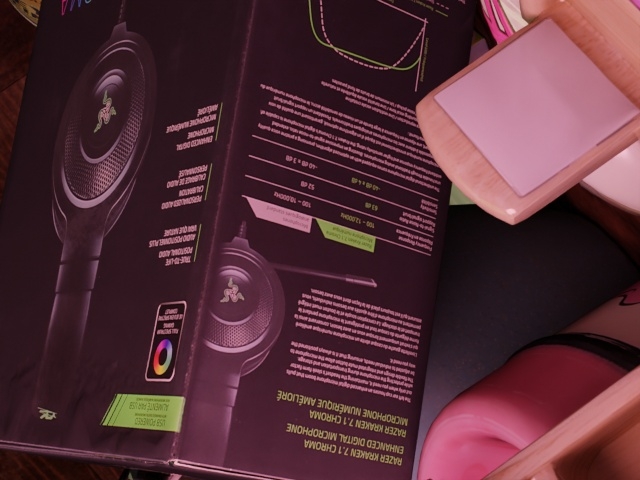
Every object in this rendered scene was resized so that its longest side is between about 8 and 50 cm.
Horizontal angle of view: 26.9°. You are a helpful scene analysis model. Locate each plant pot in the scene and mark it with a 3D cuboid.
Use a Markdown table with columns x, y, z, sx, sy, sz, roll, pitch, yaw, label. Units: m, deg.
| x | y | z | sx | sy | sz | roll | pitch | yaw | label |
| --- | --- | --- | --- | --- | --- | --- | --- | --- | --- |
| 0.113 | 0.091 | 0.838 | 0.290 | 0.195 | 0.290 | 57 | 175 | 8 | plant pot |

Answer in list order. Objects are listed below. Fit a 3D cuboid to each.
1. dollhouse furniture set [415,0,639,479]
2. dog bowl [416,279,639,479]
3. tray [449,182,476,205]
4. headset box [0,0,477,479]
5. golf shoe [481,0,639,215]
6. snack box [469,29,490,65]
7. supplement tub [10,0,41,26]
| x | y | z | sx | sy | sz | roll | pitch | yaw | label |
| --- | --- | --- | --- | --- | --- | --- | --- | --- | --- |
| 0.091 | -0.016 | 0.253 | 0.286 | 0.198 | 0.303 | 53 | 175 | 25 | dollhouse furniture set |
| 0.168 | 0.201 | 0.514 | 0.408 | 0.150 | 0.408 | 164 | 90 | -75 | dog bowl |
| 0.102 | -0.035 | 1.179 | 0.145 | 0.030 | 0.270 | 55 | 176 | 15 | tray |
| -0.062 | -0.003 | 0.679 | 0.131 | 0.283 | 0.246 | 16 | 167 | -34 | headset box |
| 0.098 | -0.087 | 0.514 | 0.186 | 0.067 | 0.086 | 56 | 175 | -6 | golf shoe |
| 0.022 | -0.094 | 0.813 | 0.100 | 0.141 | 0.037 | 51 | 174 | 44 | snack box |
| -0.242 | -0.335 | 1.327 | 0.228 | 0.228 | 0.316 | 55 | 176 | 2 | supplement tub |
